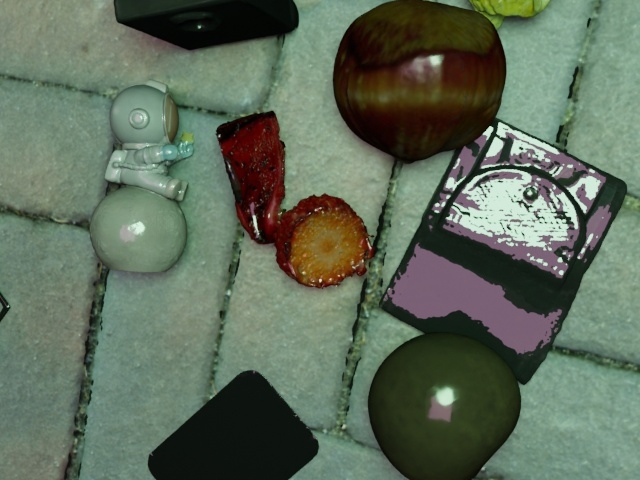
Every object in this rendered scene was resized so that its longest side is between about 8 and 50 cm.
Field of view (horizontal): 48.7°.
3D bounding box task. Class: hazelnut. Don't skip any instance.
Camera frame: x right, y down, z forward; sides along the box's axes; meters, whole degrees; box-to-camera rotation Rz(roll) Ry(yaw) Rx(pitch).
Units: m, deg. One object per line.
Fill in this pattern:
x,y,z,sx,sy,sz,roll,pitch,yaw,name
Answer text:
0.122,-0.207,0.936,0.229,0.229,0.229,1,96,12,hazelnut

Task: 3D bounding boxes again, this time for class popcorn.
0.248,-0.354,0.920,0.141,0.135,0.162,16,101,18,popcorn

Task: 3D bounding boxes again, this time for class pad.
-0.145,0.347,1.141,0.267,0.004,0.181,-42,86,13,pad

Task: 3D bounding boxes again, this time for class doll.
-0.267,-0.097,1.058,0.151,0.151,0.287,4,92,12,doll

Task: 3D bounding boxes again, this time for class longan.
0.162,0.229,0.966,0.196,0.196,0.220,30,116,8,longan

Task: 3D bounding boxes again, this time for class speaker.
-0.149,-0.389,0.941,0.184,0.254,0.232,-6,94,14,speaker

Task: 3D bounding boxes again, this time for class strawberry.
0.000,0.000,1.021,0.145,0.086,0.145,-6,106,-22,strawberry

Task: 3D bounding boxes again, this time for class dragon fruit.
-0.088,-0.090,1.032,0.092,0.122,0.192,-12,91,-2,dragon fruit

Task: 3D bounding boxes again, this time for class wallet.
0.258,0.013,1.003,0.247,0.041,0.323,28,103,10,wallet

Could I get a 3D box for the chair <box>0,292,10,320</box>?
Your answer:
-0.620,0.138,1.147,0.247,0.159,0.172,-34,86,14,chair
